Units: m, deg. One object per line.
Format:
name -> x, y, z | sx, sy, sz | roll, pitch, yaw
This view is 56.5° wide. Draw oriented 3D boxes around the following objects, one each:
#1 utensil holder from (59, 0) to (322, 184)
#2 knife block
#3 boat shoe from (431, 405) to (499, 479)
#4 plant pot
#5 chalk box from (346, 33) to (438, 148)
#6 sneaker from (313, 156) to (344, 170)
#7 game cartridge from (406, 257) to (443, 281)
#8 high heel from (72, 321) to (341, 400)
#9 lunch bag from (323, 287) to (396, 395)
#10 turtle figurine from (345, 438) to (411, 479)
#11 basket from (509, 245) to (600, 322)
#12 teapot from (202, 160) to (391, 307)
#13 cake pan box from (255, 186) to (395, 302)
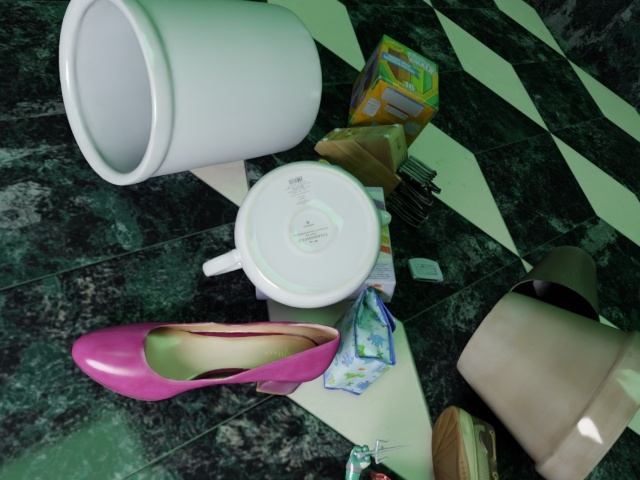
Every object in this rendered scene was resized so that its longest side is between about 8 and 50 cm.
utensil holder -> -0.233, -0.297, 1.126 | 0.385, 0.328, 0.328 | -19, 66, -42
knife block -> 0.142, -0.148, 1.428 | 0.275, 0.242, 0.088 | 3, 30, 32
boat shoe -> 0.258, 0.439, 0.965 | 0.123, 0.123, 0.342 | 22, 39, -13
plant pot -> 0.428, 0.250, 1.129 | 0.280, 0.323, 0.323 | 36, 41, 24
chalk box -> 0.196, -0.406, 1.596 | 0.180, 0.179, 0.289 | 23, 45, -15
sneaker -> 0.024, -0.142, 1.319 | 0.069, 0.084, 0.186 | 12, 38, -22
game cartridge -> 0.233, 0.066, 1.338 | 0.083, 0.017, 0.056 | 7, 54, -28
high heel -> -0.161, 0.151, 0.891 | 0.376, 0.181, 0.127 | 8, 50, -27
lunch bag -> 0.066, 0.176, 1.053 | 0.096, 0.129, 0.151 | 17, 45, -22
turtle figurine -> 0.066, 0.408, 0.868 | 0.234, 0.118, 0.175 | -20, 50, -25
basket -> 0.571, 0.115, 1.418 | 0.204, 0.154, 0.227 | 25, 35, 18
teapot -> -0.029, -0.002, 0.998 | 0.255, 0.187, 0.253 | 28, 80, -3
cake pan box -> 0.000, 0.000, 1.151 | 0.266, 0.070, 0.246 | 2, 49, -3
